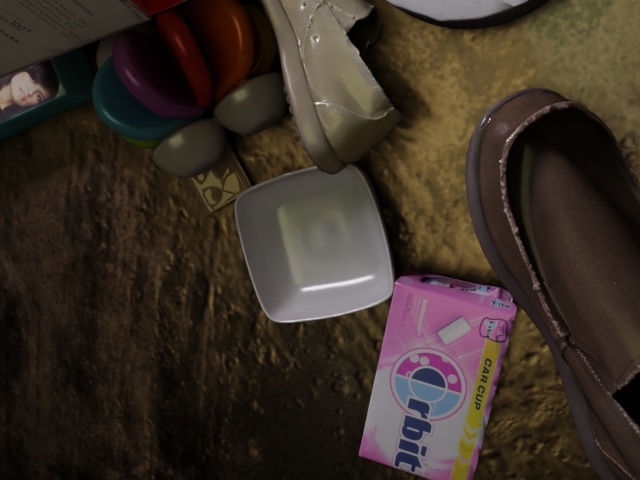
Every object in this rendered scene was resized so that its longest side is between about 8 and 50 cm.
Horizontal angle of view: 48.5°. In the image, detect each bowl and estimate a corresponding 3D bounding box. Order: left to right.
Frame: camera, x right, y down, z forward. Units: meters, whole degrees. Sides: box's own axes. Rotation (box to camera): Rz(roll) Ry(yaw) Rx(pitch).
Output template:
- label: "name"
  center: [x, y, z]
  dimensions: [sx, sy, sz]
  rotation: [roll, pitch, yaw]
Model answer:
- label: "bowl"
  center: [0.000, 0.000, 0.681]
  dimensions: [0.142, 0.053, 0.141]
  rotation: [-13, 96, 22]

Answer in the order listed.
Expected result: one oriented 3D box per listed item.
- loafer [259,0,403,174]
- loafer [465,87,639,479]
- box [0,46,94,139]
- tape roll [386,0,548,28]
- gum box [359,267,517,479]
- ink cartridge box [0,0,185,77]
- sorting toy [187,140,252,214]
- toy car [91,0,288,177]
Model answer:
- label: "loafer"
  center: [0.003, -0.194, 0.615]
  dimensions: [0.092, 0.102, 0.268]
  rotation: [-16, 87, 10]
- label: "loafer"
  center: [0.238, 0.047, 0.548]
  dimensions: [0.134, 0.130, 0.365]
  rotation: [-29, 97, -10]
- label: "box"
  center: [-0.366, -0.163, 0.771]
  dimensions: [0.244, 0.060, 0.100]
  rotation: [-17, 95, 22]
- label: "tape roll"
  center: [0.121, -0.286, 0.571]
  dimensions: [0.219, 0.072, 0.219]
  rotation: [4, 101, 18]
- label: "gum box"
  center: [0.111, 0.122, 0.661]
  dimensions: [0.107, 0.062, 0.188]
  rotation: [14, 105, 16]
- label: "ink cartridge box"
  center: [-0.234, -0.325, 0.596]
  dimensions: [0.272, 0.130, 0.309]
  rotation: [-13, 71, 20]
- label: "sorting toy"
  center: [-0.111, -0.076, 0.726]
  dimensions: [0.062, 0.012, 0.083]
  rotation: [-29, 90, 20]
- label: "toy car"
  center: [-0.129, -0.153, 0.643]
  dimensions: [0.182, 0.136, 0.159]
  rotation: [-32, 87, 16]
